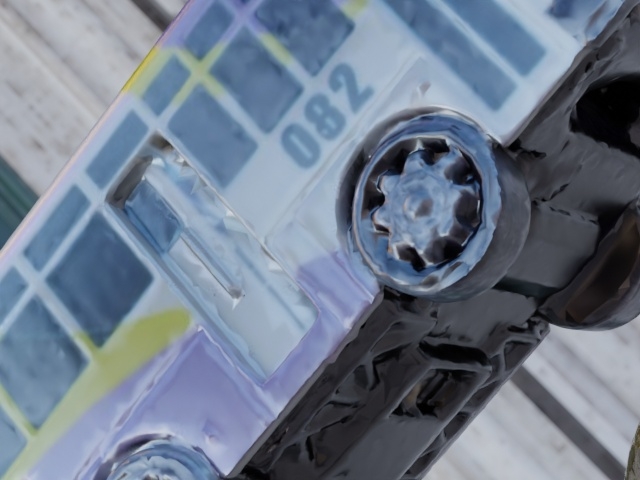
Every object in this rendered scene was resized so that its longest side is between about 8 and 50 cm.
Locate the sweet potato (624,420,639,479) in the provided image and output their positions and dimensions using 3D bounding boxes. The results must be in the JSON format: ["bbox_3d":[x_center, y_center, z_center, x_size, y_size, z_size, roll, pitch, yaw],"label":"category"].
[{"bbox_3d":[0.227,0.144,1.177,0.059,0.069,0.249,-23,-24,-30],"label":"sweet potato"}]

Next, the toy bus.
[{"bbox_3d":[0.000,0.000,0.953,0.440,0.249,0.209,-51,-29,16],"label":"toy bus"}]
